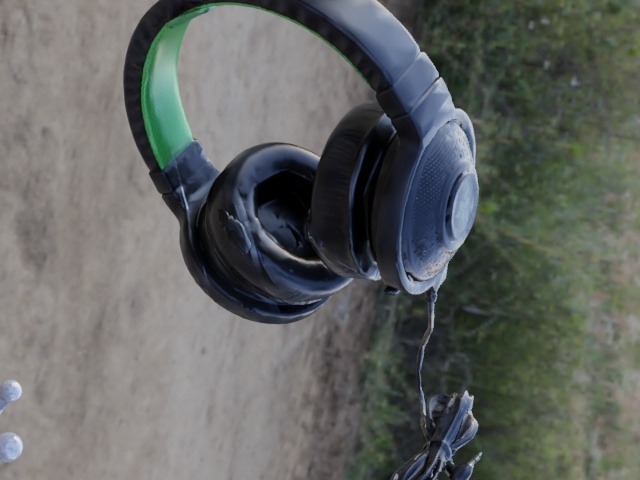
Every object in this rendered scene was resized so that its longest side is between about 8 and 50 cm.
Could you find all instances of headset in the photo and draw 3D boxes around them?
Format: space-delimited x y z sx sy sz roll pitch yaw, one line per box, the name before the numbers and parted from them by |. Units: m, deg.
headset | 0.000 0.000 0.819 0.394 0.243 0.185 57 45 -19

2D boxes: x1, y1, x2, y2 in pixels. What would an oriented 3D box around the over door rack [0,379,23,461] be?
over door rack | -0.338 0.147 0.792 0.108 0.239 0.324 -52 -161 23
